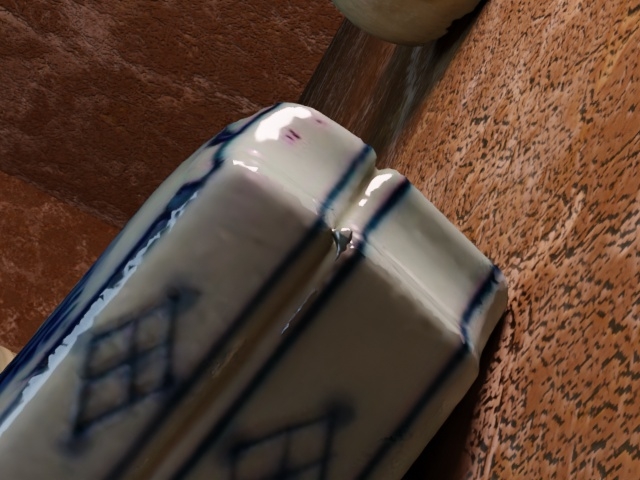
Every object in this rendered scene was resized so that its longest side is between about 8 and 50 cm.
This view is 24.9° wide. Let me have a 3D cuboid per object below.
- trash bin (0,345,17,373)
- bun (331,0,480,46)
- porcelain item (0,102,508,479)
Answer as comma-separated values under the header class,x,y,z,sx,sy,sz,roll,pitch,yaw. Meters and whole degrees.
class,x,y,z,sx,sy,sz,roll,pitch,yaw
trash bin,-0.259,0.253,1.217,0.121,0.247,0.243,9,59,53
bun,0.095,-0.356,1.259,0.364,0.202,0.364,-155,90,-83
porcelain item,-0.065,0.085,0.682,0.281,0.157,0.286,-50,4,-10
